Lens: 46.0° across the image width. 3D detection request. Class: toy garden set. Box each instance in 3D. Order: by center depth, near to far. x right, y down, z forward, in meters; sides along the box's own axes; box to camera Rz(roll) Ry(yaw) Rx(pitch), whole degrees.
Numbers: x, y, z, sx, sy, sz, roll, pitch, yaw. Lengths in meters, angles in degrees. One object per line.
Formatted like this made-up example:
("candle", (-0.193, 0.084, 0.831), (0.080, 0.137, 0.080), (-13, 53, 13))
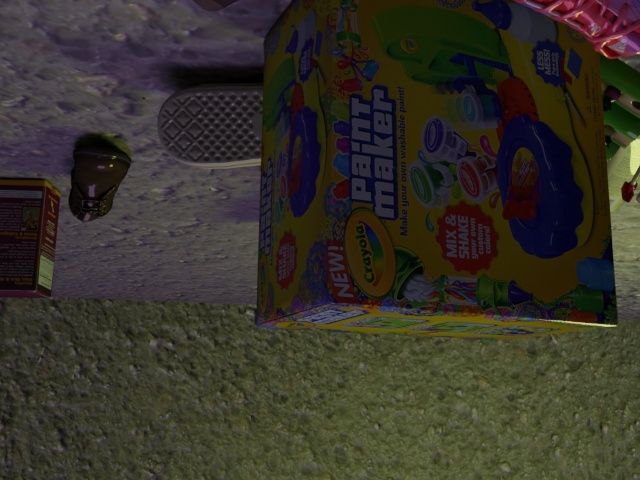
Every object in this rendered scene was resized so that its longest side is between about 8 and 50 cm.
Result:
("toy garden set", (0.324, -0.095, 0.839), (0.204, 0.049, 0.244), (35, 169, 6))

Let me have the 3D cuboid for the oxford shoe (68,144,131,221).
("oxford shoe", (-0.328, -0.078, 1.112), (0.083, 0.096, 0.227), (7, 164, -18))

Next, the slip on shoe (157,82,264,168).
("slip on shoe", (-0.014, -0.128, 0.862), (0.332, 0.123, 0.101), (1, -170, 0))

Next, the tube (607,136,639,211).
("tube", (0.423, -0.107, 1.027), (0.070, 0.062, 0.240), (-42, 165, -9))

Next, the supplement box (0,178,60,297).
("supplement box", (-0.501, -0.002, 1.248), (0.104, 0.188, 0.081), (1, 168, -1))

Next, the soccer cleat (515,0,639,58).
("soccer cleat", (0.208, -0.188, 0.574), (0.248, 0.095, 0.083), (6, 166, -24))

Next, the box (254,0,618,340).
("box", (0.099, -0.063, 0.700), (0.279, 0.289, 0.177), (5, 167, -23))

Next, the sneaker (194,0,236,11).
("sneaker", (-0.097, -0.229, 0.529), (0.071, 0.066, 0.188), (-22, 165, 18))
